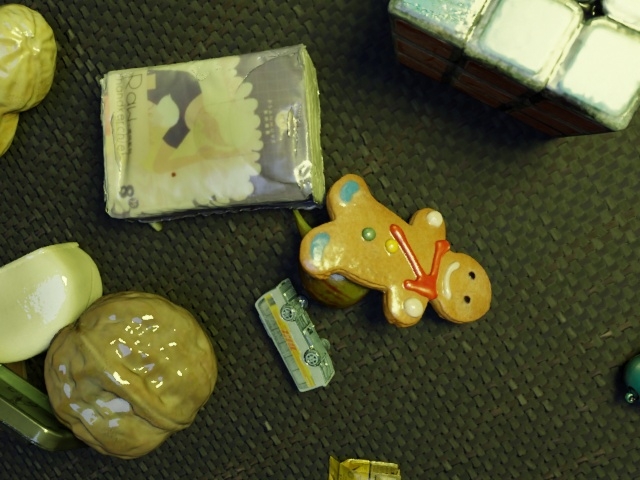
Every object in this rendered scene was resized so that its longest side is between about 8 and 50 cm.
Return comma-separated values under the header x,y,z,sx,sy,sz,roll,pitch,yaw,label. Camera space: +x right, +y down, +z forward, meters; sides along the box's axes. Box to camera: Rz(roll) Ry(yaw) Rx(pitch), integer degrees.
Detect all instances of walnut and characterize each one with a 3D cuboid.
x,y,z,sx,sy,sz,roll,pitch,yaw,label
-0.312,0.219,0.931,0.227,0.273,0.273,-21,96,49,walnut

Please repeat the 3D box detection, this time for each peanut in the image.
x,y,z,sx,sy,sz,roll,pitch,yaw,label
-0.558,-0.258,0.951,0.147,0.147,0.305,46,106,0,peanut

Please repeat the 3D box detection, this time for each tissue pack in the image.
x,y,z,sx,sy,sz,roll,pitch,yaw,label
-0.173,-0.160,0.892,0.344,0.125,0.242,-5,86,11,tissue pack

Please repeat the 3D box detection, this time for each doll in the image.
x,y,z,sx,sy,sz,roll,pitch,yaw,label
0.537,0.205,0.866,0.152,0.085,0.114,-38,102,3,doll

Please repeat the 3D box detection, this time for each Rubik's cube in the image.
x,y,z,sx,sy,sz,roll,pitch,yaw,label
0.286,-0.331,0.714,0.305,0.304,0.301,27,102,3,Rubik's cube

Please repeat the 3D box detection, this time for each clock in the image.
x,y,z,sx,sy,sz,roll,pitch,yaw,label
-0.521,0.275,0.946,0.273,0.279,0.049,31,72,6,clock

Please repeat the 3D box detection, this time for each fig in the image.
x,y,z,sx,sy,sz,roll,pitch,yaw,label
0.000,0.000,0.913,0.124,0.124,0.236,-32,81,13,fig

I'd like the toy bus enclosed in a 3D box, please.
x,y,z,sx,sy,sz,roll,pitch,yaw,label
-0.042,0.164,0.966,0.075,0.064,0.190,-27,93,24,toy bus

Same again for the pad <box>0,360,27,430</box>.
x,y,z,sx,sy,sz,roll,pitch,yaw,label
-0.717,0.241,1.110,0.284,0.018,0.286,-2,98,10,pad

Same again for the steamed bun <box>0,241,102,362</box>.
x,y,z,sx,sy,sz,roll,pitch,yaw,label
-0.513,0.120,0.990,0.242,0.146,0.164,-24,91,7,steamed bun

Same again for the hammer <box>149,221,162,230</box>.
x,y,z,sx,sy,sz,roll,pitch,yaw,label
-0.234,-0.091,0.978,0.195,0.028,0.060,-35,97,11,hammer

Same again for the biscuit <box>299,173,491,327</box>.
x,y,z,sx,sy,sz,roll,pitch,yaw,label
0.136,0.027,0.862,0.324,0.049,0.205,32,64,-13,biscuit

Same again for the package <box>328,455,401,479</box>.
x,y,z,sx,sy,sz,roll,pitch,yaw,label
0.077,0.430,0.991,0.131,0.047,0.071,6,102,7,package
